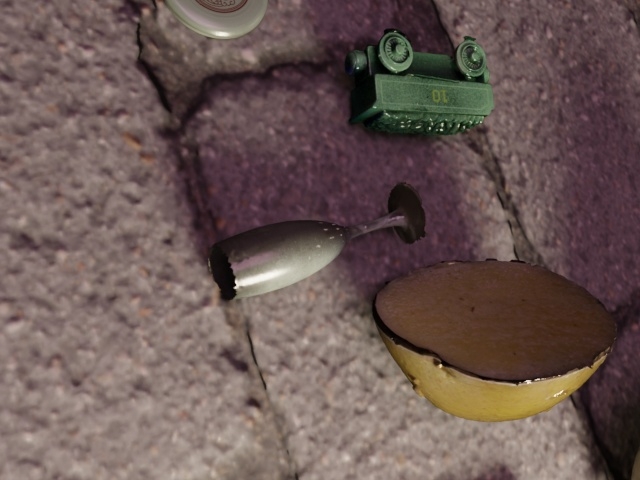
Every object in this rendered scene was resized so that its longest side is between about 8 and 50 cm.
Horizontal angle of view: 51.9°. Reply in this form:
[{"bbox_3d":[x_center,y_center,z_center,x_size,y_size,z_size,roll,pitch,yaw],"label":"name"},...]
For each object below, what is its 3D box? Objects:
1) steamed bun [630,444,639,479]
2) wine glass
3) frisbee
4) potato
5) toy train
[{"bbox_3d":[0.448,0.254,0.616,0.177,0.283,0.283,8,68,-60],"label":"steamed bun"},{"bbox_3d":[0.000,0.000,0.593,0.198,0.066,0.066,-17,83,-26],"label":"wine glass"},{"bbox_3d":[-0.103,-0.249,0.645,0.110,0.014,0.110,7,73,-22],"label":"frisbee"},{"bbox_3d":[0.150,0.106,0.599,0.202,0.182,0.117,-11,123,-18],"label":"potato"},{"bbox_3d":[0.105,-0.158,0.681,0.172,0.070,0.099,-2,84,-25],"label":"toy train"}]
